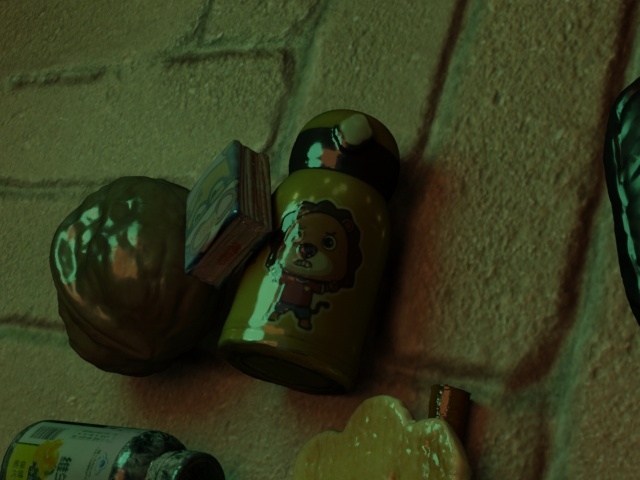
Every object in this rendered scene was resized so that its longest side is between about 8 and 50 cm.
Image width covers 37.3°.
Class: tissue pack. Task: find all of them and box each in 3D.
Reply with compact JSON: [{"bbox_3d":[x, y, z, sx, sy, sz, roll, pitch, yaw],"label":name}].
[{"bbox_3d":[-0.113,-0.033,1.155,0.115,0.065,0.155,-47,31,29],"label":"tissue pack"}]

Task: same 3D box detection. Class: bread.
[{"bbox_3d":[0.055,0.318,0.996,0.316,0.054,0.316,-30,47,38],"label":"bread"}]

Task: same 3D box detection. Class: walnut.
[{"bbox_3d":[-0.243,0.048,1.277,0.273,0.227,0.273,-20,49,25],"label":"walnut"}]

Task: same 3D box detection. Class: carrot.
[{"bbox_3d":[0.136,0.229,1.034,0.048,0.048,0.139,-5,65,33],"label":"carrot"}]

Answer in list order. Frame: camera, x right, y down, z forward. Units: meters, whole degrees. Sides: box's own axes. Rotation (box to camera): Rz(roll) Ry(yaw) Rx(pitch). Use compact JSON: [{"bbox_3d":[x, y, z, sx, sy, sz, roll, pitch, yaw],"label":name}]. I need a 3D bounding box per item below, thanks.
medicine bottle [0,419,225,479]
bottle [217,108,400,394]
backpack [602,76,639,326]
[{"bbox_3d":[-0.261,0.306,1.200,0.293,0.141,0.141,-3,63,33],"label":"medicine bottle"},{"bbox_3d":[0.000,0.000,1.173,0.172,0.171,0.351,0,65,35],"label":"bottle"},{"bbox_3d":[0.488,-0.070,0.825,0.446,0.255,0.363,-25,50,39],"label":"backpack"}]
